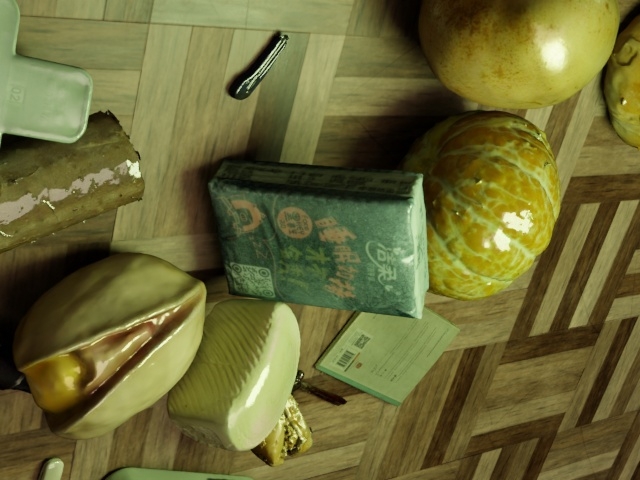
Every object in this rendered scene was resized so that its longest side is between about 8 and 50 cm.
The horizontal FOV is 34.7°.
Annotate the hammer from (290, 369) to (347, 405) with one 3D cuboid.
[{"bbox_3d":[-0.008,0.292,1.947,0.065,0.021,0.178,-53,140,6],"label":"hammer"}]

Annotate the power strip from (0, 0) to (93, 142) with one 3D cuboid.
[{"bbox_3d":[-0.417,-0.183,1.201,0.261,0.141,0.230,7,96,-35],"label":"power strip"}]

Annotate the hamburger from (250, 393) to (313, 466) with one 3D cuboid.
[{"bbox_3d":[-0.097,0.274,1.726,0.108,0.214,0.214,-28,134,-15],"label":"hamburger"}]

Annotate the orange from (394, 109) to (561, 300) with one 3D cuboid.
[{"bbox_3d":[0.249,-0.056,1.681,0.249,0.329,0.329,28,101,-24],"label":"orange"}]

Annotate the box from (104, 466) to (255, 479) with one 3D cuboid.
[{"bbox_3d":[-0.302,0.591,1.871,0.367,0.090,0.373,17,107,-44],"label":"box"}]

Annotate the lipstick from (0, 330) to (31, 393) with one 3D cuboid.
[{"bbox_3d":[-0.438,0.179,1.473,0.081,0.081,0.299,-52,140,4],"label":"lipstick"}]

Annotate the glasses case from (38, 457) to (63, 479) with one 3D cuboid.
[{"bbox_3d":[-0.441,0.390,1.662,0.032,0.021,0.083,3,117,-40],"label":"glasses case"}]

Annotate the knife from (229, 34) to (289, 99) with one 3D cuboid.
[{"bbox_3d":[-0.088,-0.253,1.491,0.121,0.018,0.031,-53,139,2],"label":"knife"}]

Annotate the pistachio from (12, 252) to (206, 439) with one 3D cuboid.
[{"bbox_3d":[-0.289,0.139,1.446,0.309,0.229,0.230,-39,144,-49],"label":"pistachio"}]

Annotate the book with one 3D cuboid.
[{"bbox_3d":[0.135,0.207,1.995,0.215,0.025,0.282,-51,136,4],"label":"book"}]

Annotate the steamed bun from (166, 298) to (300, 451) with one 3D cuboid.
[{"bbox_3d":[-0.119,0.211,1.565,0.153,0.170,0.239,58,47,-40],"label":"steamed bun"}]

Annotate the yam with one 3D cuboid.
[{"bbox_3d":[-0.358,-0.070,1.323,0.238,0.129,0.128,-27,163,-24],"label":"yam"}]

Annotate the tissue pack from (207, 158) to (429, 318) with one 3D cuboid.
[{"bbox_3d":[0.000,0.000,1.545,0.103,0.315,0.228,-66,157,-47],"label":"tissue pack"}]

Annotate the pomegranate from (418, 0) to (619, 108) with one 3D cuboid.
[{"bbox_3d":[0.295,-0.345,1.538,0.319,0.319,0.319,-21,131,-26],"label":"pomegranate"}]

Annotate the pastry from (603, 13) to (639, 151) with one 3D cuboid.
[{"bbox_3d":[0.683,-0.304,1.953,0.284,0.184,0.316,-35,135,-15],"label":"pastry"}]
